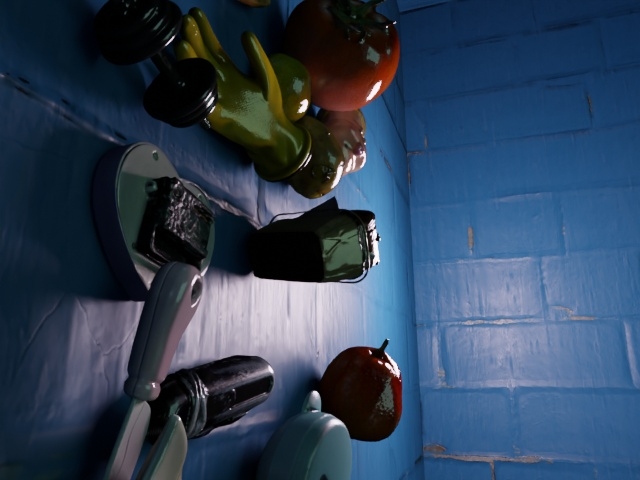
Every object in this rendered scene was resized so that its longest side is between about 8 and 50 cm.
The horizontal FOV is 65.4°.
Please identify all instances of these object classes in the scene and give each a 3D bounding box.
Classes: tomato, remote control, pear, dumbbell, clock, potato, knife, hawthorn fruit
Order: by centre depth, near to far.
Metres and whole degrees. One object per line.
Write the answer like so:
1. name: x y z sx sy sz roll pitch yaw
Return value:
1. knife: -0.189 0.182 0.495 0.081 0.043 0.336 82 23 -72
2. dumbbell: -0.181 -0.203 0.569 0.208 0.099 0.099 60 31 -53
3. clock: -0.178 -0.011 0.583 0.198 0.064 0.172 53 35 -57
4. remote control: -0.132 0.204 0.656 0.266 0.066 0.090 17 65 -71
5. pear: -0.066 -0.284 0.948 0.141 0.104 0.141 -4 90 -68
6. potato: -0.013 -0.176 1.043 0.137 0.137 0.176 -12 94 -72
7. tomato: 0.043 -0.404 1.075 0.224 0.255 0.256 113 -11 -52
8. hawthorn fruit: 0.100 0.315 1.100 0.226 0.196 0.196 -67 163 6

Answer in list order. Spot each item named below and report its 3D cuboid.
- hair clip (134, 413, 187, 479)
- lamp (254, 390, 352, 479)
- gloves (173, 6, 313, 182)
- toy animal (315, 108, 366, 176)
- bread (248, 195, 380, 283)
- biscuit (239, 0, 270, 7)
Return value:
1. hair clip: -0.162 0.332 0.476 0.172 0.113 0.282 -71 148 -61
2. lamp: -0.028 0.403 0.789 0.284 0.147 0.209 -84 159 -54
3. gloves: -0.125 -0.216 0.766 0.294 0.116 0.133 47 34 -53
4. toy animal: 0.045 -0.260 1.221 0.165 0.149 0.248 54 40 -34
5. bread: 0.000 0.000 0.868 0.212 0.224 0.142 -21 106 -48
6. biscuit: -0.163 -0.545 0.816 0.204 0.040 0.309 -59 140 -62
